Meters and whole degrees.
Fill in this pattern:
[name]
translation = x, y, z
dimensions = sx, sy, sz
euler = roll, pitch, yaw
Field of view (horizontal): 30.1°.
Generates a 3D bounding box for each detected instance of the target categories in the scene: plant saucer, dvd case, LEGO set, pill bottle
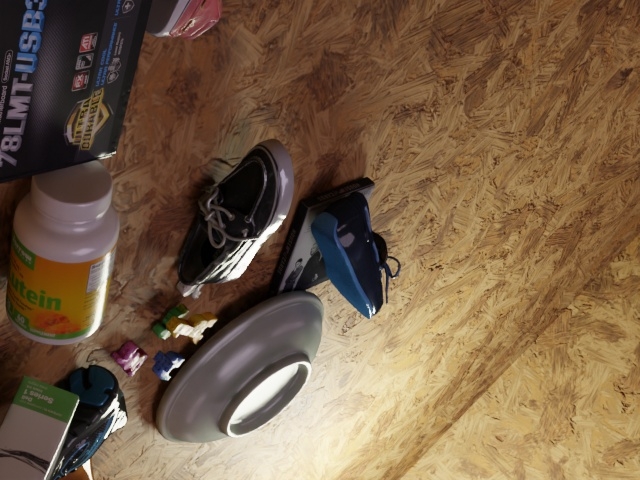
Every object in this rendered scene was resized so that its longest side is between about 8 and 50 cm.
[plant saucer]
translation = -0.127, 0.270, 2.287
dimensions = 0.400, 0.100, 0.400
euler = -36, 156, -19
[dvd case]
translation = 0.000, 0.000, 2.214
dimensions = 0.179, 0.029, 0.238
euler = -22, 144, -42
[LEGO set]
translation = -0.251, 0.148, 1.971
dimensions = 0.227, 0.087, 0.093
euler = -51, 155, 4
[pill bottle]
translation = -0.341, 0.010, 1.579
dimensions = 0.136, 0.136, 0.245
euler = -25, 146, -39

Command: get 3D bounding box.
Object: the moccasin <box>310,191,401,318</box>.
[moccasin]
translation = 0.082, 0.035, 2.201
dimensions = 0.117, 0.138, 0.342
euler = -45, 155, -15

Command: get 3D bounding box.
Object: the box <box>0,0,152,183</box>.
[box]
translation = -0.341, -0.200, 1.364
dimensions = 0.293, 0.073, 0.295
euler = -21, 143, -45

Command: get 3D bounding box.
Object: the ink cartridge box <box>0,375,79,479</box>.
[ink cartridge box]
translation = -0.437, 0.333, 1.717
dimensions = 0.160, 0.093, 0.219
euler = 119, -9, -50

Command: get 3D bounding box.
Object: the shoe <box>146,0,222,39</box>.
[shoe]
translation = -0.150, -0.328, 1.491
dimensions = 0.178, 0.063, 0.081
euler = -53, 156, 23

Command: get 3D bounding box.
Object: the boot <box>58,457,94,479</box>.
[boot]
translation = -0.396, 0.489, 2.068
dimensions = 0.109, 0.220, 0.283
euler = -22, 145, -41

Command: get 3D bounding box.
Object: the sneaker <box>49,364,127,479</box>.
[sneaker]
translation = -0.444, 0.356, 1.912
dimensions = 0.341, 0.125, 0.139
euler = -39, 149, -17

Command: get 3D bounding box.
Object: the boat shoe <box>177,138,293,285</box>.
[boat shoe]
translation = -0.143, -0.037, 1.854
dimensions = 0.105, 0.113, 0.306
euler = -14, 155, -40
